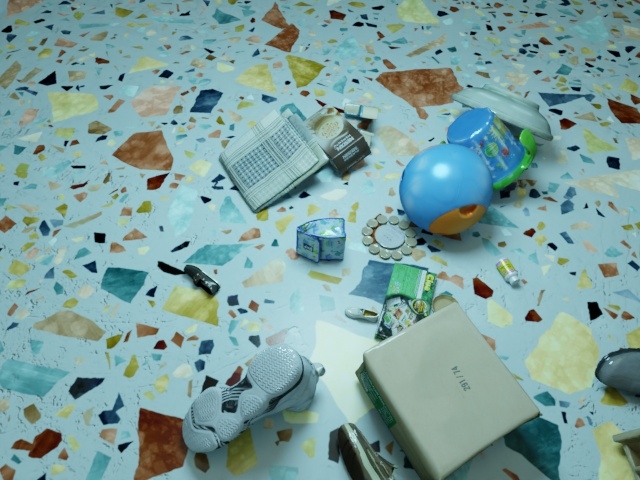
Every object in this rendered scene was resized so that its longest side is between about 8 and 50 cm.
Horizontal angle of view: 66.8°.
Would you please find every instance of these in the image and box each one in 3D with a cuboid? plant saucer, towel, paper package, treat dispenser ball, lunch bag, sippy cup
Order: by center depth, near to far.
[{"bbox_3d":[0.295,0.369,1.188,0.309,0.168,0.325,-24,63,-19],"label":"paper package"},{"bbox_3d":[0.369,0.198,1.432,0.083,0.015,0.083,1,52,-1],"label":"plant saucer"},{"bbox_3d":[0.000,0.000,1.498,0.151,0.129,0.096,1,52,-3],"label":"lunch bag"},{"bbox_3d":[0.394,-0.161,1.537,0.288,0.288,0.288,1,53,-2],"label":"treat dispenser ball"},{"bbox_3d":[0.549,-0.318,1.645,0.305,0.224,0.240,-28,35,27],"label":"sippy cup"},{"bbox_3d":[-0.170,-0.294,1.690,0.324,0.056,0.312,-36,59,2],"label":"towel"},{"bbox_3d":[0.681,-0.489,1.787,0.400,0.100,0.400,21,19,-8],"label":"plant saucer"}]

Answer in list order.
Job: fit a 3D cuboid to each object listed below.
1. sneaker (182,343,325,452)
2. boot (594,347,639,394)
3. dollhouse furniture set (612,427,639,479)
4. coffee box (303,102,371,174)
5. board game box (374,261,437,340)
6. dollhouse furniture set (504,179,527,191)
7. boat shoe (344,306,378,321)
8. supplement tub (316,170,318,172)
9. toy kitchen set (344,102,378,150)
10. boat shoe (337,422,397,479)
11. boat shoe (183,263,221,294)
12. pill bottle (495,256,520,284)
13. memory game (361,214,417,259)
[{"bbox_3d":[-0.152,0.397,1.190,0.366,0.210,0.137,-40,57,12],"label":"sneaker"},{"bbox_3d":[0.887,0.380,1.191,0.338,0.118,0.223,6,20,4],"label":"boot"},{"bbox_3d":[0.655,0.505,1.011,0.394,0.362,0.256,17,49,-25],"label":"dollhouse furniture set"},{"bbox_3d":[0.054,-0.372,1.764,0.141,0.098,0.246,-38,53,0],"label":"coffee box"},{"bbox_3d":[0.254,0.188,1.428,0.136,0.030,0.260,15,53,11],"label":"board game box"},{"bbox_3d":[0.688,-0.248,1.727,0.091,0.114,0.081,-14,50,-9],"label":"dollhouse furniture set"},{"bbox_3d":[0.120,0.208,1.401,0.100,0.035,0.035,15,54,9],"label":"boat shoe"},{"bbox_3d":[-0.071,-0.335,1.765,0.106,0.106,0.198,-24,57,-19],"label":"supplement tub"},{"bbox_3d":[0.145,-0.439,1.881,0.122,0.166,0.207,8,17,-1],"label":"toy kitchen set"},{"bbox_3d":[0.130,0.541,1.124,0.095,0.095,0.257,-12,59,-28],"label":"boat shoe"},{"bbox_3d":[-0.359,0.114,1.445,0.133,0.049,0.042,32,50,15],"label":"boat shoe"},{"bbox_3d":[0.580,0.096,1.501,0.043,0.043,0.083,-14,54,-13],"label":"pill bottle"},{"bbox_3d":[0.224,-0.012,1.589,0.186,0.012,0.186,1,52,-1],"label":"memory game"}]
